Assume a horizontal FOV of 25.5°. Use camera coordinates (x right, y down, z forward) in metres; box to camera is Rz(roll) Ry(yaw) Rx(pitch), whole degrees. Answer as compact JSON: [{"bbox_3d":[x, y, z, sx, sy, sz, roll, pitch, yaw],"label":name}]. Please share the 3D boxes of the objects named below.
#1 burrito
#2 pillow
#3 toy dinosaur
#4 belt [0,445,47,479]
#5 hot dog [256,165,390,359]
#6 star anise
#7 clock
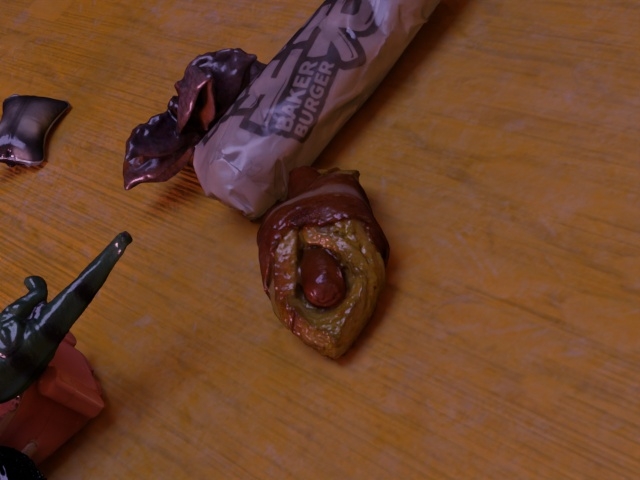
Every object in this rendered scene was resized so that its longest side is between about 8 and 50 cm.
[{"bbox_3d":[0.024,-0.202,1.524,0.445,0.101,0.139,-50,25,-15],"label":"burrito"},{"bbox_3d":[-0.394,-0.148,1.879,0.091,0.055,0.136,-12,42,29],"label":"pillow"},{"bbox_3d":[-0.290,0.086,1.321,0.292,0.079,0.120,-45,43,-3],"label":"toy dinosaur"},{"bbox_3d":[-0.341,0.261,1.273,0.198,0.078,0.151,-38,62,11],"label":"belt"},{"bbox_3d":[-0.005,-0.001,1.314,0.123,0.093,0.261,-31,34,9],"label":"hot dog"},{"bbox_3d":[-0.138,-0.144,1.585,0.212,0.073,0.197,-44,-5,22],"label":"star anise"},{"bbox_3d":[-0.299,0.169,1.393,0.162,0.092,0.166,-44,39,6],"label":"clock"}]
